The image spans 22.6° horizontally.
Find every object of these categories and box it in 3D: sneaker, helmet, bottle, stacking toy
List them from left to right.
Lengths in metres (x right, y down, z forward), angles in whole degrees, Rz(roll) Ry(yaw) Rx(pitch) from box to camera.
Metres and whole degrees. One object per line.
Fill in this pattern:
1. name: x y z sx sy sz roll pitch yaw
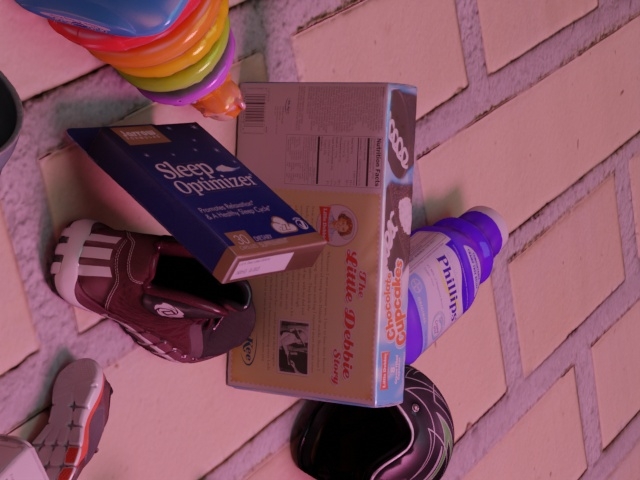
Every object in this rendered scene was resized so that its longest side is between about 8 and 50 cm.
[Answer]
1. sneaker: -0.222 0.188 1.451 0.065 0.061 0.158 52 53 -52
2. stacking toy: -0.139 -0.191 1.476 0.166 0.175 0.302 -65 154 -18
3. sneaker: -0.109 0.059 1.505 0.281 0.162 0.106 24 74 -53
4. helmet: 0.070 0.216 1.785 0.161 0.169 0.169 -59 140 -9
5. bottle: 0.134 0.045 1.916 0.283 0.092 0.118 -37 122 -47

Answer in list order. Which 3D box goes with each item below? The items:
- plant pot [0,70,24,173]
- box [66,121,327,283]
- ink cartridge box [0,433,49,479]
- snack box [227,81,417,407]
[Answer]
1. plant pot: -0.363 -0.031 1.063 0.293 0.293 0.196 -18 134 -53
2. box: -0.114 -0.049 1.452 0.136 0.225 0.036 -10 135 -55
3. ink cartridge box: -0.324 0.243 1.219 0.218 0.158 0.092 -49 130 -41
4. snack box: 0.000 0.000 1.636 0.060 0.187 0.322 -1 95 -55
